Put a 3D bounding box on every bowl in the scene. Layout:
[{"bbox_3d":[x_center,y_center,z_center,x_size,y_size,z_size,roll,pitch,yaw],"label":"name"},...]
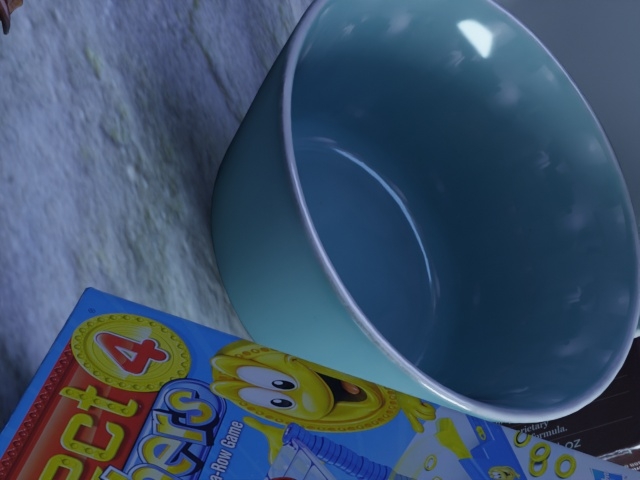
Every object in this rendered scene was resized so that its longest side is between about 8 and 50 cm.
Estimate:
[{"bbox_3d":[0.051,-0.009,1.084,0.311,0.163,0.312,19,58,-33],"label":"bowl"}]

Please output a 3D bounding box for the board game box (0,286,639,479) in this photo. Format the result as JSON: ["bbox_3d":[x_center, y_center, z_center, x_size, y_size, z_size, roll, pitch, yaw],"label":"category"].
[{"bbox_3d":[-0.017,0.180,0.721,0.308,0.302,0.086,-70,178,-56],"label":"board game box"}]

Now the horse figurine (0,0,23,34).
[{"bbox_3d":[-0.175,-0.270,0.916,0.174,0.066,0.263,-66,165,-54],"label":"horse figurine"}]

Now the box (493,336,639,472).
[{"bbox_3d":[0.223,0.149,1.374,0.167,0.168,0.203,47,32,-39],"label":"box"}]

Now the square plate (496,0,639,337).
[{"bbox_3d":[0.166,-0.073,1.222,0.049,0.347,0.344,4,66,-43],"label":"square plate"}]
